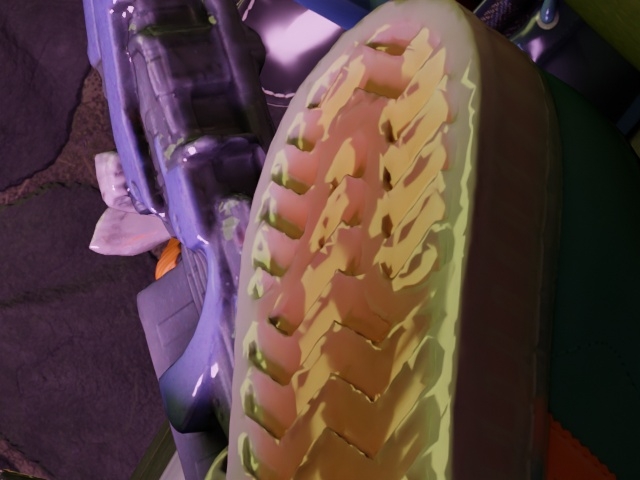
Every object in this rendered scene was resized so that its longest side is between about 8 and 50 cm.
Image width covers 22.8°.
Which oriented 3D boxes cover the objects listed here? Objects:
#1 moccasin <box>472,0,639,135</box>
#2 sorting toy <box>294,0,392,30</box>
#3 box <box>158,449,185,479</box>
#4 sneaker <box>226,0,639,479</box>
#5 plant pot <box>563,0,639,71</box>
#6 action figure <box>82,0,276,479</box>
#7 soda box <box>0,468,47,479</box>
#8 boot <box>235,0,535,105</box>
[{"bbox_3d":[0.109,-0.114,0.732,0.342,0.117,0.137,-57,5,20],"label":"moccasin"},{"bbox_3d":[0.105,-0.179,0.561,0.348,0.196,0.047,-30,41,26],"label":"sorting toy"},{"bbox_3d":[-0.037,0.137,0.886,0.290,0.087,0.169,-60,5,-15],"label":"box"},{"bbox_3d":[0.040,0.098,0.346,0.108,0.121,0.302,-19,55,49],"label":"sneaker"},{"bbox_3d":[0.084,-0.182,0.363,0.274,0.294,0.275,-59,5,8],"label":"plant pot"},{"bbox_3d":[0.000,0.000,0.635,0.330,0.179,0.341,155,101,-69],"label":"action figure"},{"bbox_3d":[-0.033,0.121,0.483,0.053,0.169,0.060,73,-147,-42],"label":"soda box"},{"bbox_3d":[0.084,-0.181,0.934,0.377,0.138,0.284,-31,16,14],"label":"boot"}]
